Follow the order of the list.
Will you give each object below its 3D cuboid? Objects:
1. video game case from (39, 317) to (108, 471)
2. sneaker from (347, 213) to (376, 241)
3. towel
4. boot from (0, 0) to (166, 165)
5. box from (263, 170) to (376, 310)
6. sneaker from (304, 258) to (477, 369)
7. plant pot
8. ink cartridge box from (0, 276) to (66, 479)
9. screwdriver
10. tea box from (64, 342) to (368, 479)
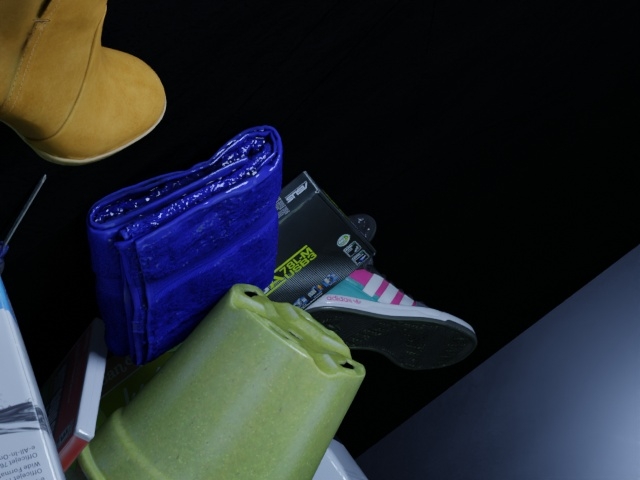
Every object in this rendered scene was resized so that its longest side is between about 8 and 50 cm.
[{"bbox_3d":[-0.334,0.246,1.992,0.285,0.025,0.204,-50,-158,28],"label":"video game case"},{"bbox_3d":[-0.001,-0.002,2.197,0.170,0.051,0.089,-22,162,-13],"label":"sneaker"},{"bbox_3d":[-0.138,0.017,1.867,0.227,0.076,0.308,-26,156,-16],"label":"towel"},{"bbox_3d":[-0.189,-0.157,1.301,0.295,0.104,0.211,-12,151,-47],"label":"boot"},{"bbox_3d":[-0.046,0.023,2.106,0.190,0.045,0.184,-38,147,4],"label":"box"},{"bbox_3d":[0.071,0.070,2.325,0.295,0.178,0.124,15,133,-33],"label":"sneaker"},{"bbox_3d":[-0.089,0.199,1.914,0.254,0.276,0.276,-55,160,10],"label":"plant pot"},{"bbox_3d":[-0.315,0.193,1.598,0.129,0.307,0.223,-17,160,-10],"label":"ink cartridge box"},{"bbox_3d":[-0.298,-0.006,1.647,0.170,0.024,0.025,-54,-173,29],"label":"screwdriver"},{"bbox_3d":[-0.161,0.291,2.191,0.329,0.323,0.220,-39,164,1],"label":"tea box"}]
